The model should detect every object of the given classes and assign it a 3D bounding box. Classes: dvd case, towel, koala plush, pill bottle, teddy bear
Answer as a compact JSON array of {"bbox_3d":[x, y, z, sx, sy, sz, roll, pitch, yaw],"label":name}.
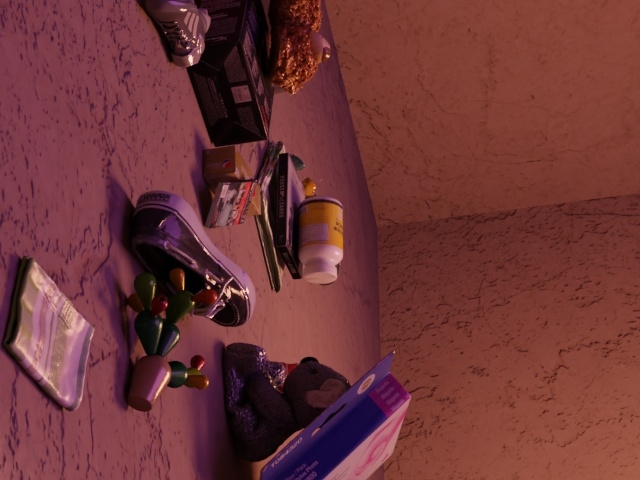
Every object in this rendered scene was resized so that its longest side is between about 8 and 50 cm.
[{"bbox_3d":[-0.067,-0.055,2.257,0.179,0.030,0.238,67,20,-61],"label":"dvd case"},{"bbox_3d":[-0.158,-0.066,1.747,0.119,0.013,0.087,-15,128,-64],"label":"dvd case"},{"bbox_3d":[-0.283,0.100,1.038,0.152,0.023,0.113,70,15,-53],"label":"towel"},{"bbox_3d":[-0.098,-0.066,2.270,0.325,0.038,0.247,-80,161,-62],"label":"towel"},{"bbox_3d":[-0.043,0.287,1.751,0.196,0.221,0.203,61,24,-68],"label":"koala plush"},{"bbox_3d":[0.000,0.000,2.231,0.103,0.103,0.184,63,25,-65],"label":"pill bottle"},{"bbox_3d":[-0.037,-0.450,1.887,0.245,0.113,0.338,110,-20,-48],"label":"teddy bear"}]

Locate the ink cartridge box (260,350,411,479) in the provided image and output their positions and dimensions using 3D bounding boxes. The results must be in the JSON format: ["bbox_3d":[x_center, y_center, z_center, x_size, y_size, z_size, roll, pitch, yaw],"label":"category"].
[{"bbox_3d":[0.025,0.389,1.725,0.324,0.071,0.330,-38,156,-28],"label":"ink cartridge box"}]

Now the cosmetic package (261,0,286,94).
[{"bbox_3d":[-0.125,-0.438,2.119,0.107,0.127,0.238,-78,157,-63],"label":"cosmetic package"}]

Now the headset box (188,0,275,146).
[{"bbox_3d":[-0.162,-0.352,1.865,0.293,0.110,0.218,-87,166,-48],"label":"headset box"}]

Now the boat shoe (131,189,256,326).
[{"bbox_3d":[-0.182,0.059,1.422,0.306,0.113,0.105,67,24,-51],"label":"boat shoe"}]

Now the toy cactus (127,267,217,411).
[{"bbox_3d":[-0.202,0.149,1.309,0.219,0.112,0.180,86,14,-45],"label":"toy cactus"}]

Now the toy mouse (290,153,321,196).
[{"bbox_3d":[-0.069,-0.162,2.426,0.143,0.031,0.161,53,-26,11],"label":"toy mouse"}]

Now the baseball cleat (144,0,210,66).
[{"bbox_3d":[-0.226,-0.338,1.589,0.206,0.072,0.109,-10,107,-73],"label":"baseball cleat"}]

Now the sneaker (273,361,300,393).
[{"bbox_3d":[-0.086,0.290,2.083,0.118,0.067,0.042,120,-28,-51],"label":"sneaker"}]

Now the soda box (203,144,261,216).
[{"bbox_3d":[-0.162,-0.106,1.823,0.181,0.061,0.058,64,21,-63],"label":"soda box"}]

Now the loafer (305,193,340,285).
[{"bbox_3d":[-0.003,-0.012,2.656,0.084,0.096,0.267,-90,168,-69],"label":"loafer"}]
